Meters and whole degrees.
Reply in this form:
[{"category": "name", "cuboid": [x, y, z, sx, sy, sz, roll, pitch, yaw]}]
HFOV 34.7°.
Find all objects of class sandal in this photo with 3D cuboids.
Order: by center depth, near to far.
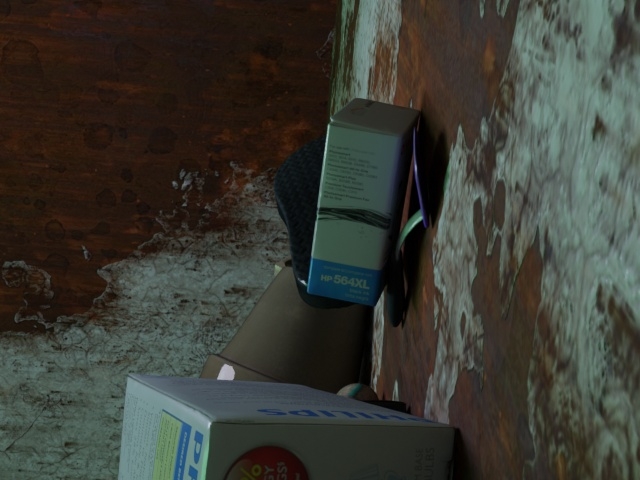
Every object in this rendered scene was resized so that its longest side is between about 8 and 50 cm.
[{"category": "sandal", "cuboid": [0.017, -0.025, 1.531, 0.446, 0.167, 0.107, -90, -12, -56]}]

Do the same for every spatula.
[{"category": "spatula", "cuboid": [0.096, 0.000, 1.130, 0.296, 0.030, 0.084, 97, 177, -48]}]

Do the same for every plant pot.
[{"category": "plant pot", "cuboid": [-0.030, 0.171, 1.601, 0.263, 0.263, 0.229, 122, 170, -83]}]

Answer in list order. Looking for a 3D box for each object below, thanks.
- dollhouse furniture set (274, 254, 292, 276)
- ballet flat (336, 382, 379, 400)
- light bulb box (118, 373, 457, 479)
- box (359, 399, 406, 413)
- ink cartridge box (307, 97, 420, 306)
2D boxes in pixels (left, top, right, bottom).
[{"category": "dollhouse furniture set", "cuboid": [0.000, 0.000, 1.856, 0.151, 0.144, 0.123, -33, -41, -46]}, {"category": "ballet flat", "cuboid": [0.034, 0.325, 1.416, 0.106, 0.107, 0.316, -56, -18, -53]}, {"category": "light bulb box", "cuboid": [-0.060, 0.321, 0.964, 0.361, 0.225, 0.358, 176, 99, -69]}, {"category": "box", "cuboid": [0.058, 0.317, 1.152, 0.183, 0.056, 0.231, 99, 174, -62]}, {"category": "ink cartridge box", "cuboid": [0.051, -0.048, 1.182, 0.148, 0.086, 0.203, -54, -26, -67]}]
